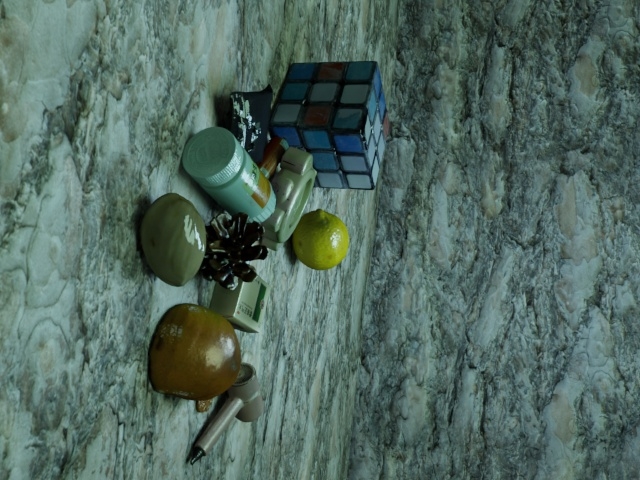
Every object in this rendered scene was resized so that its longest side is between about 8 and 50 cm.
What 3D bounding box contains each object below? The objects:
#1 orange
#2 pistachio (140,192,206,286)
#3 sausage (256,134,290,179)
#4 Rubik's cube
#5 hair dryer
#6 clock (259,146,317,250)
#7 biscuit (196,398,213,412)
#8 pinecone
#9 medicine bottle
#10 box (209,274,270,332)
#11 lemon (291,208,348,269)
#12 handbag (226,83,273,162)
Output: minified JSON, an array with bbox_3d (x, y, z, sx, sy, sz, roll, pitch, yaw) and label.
[{"bbox_3d":[-0.341,0.309,1.586,0.310,0.274,0.274,33,58,-34],"label":"orange"},{"bbox_3d":[-0.353,0.000,1.408,0.138,0.153,0.238,-132,-146,-56],"label":"pistachio"},{"bbox_3d":[-0.183,-0.253,1.944,0.264,0.083,0.083,-63,152,-45],"label":"sausage"},{"bbox_3d":[0.044,-0.426,2.161,0.362,0.358,0.363,64,33,-55],"label":"Rubik's cube"},{"bbox_3d":[-0.300,0.559,1.798,0.344,0.106,0.189,-50,143,-46],"label":"hair dryer"},{"bbox_3d":[-0.120,-0.137,2.014,0.284,0.114,0.309,100,14,-66],"label":"clock"},{"bbox_3d":[-0.342,0.476,1.735,0.091,0.015,0.078,-48,138,-61],"label":"biscuit"},{"bbox_3d":[-0.245,0.029,1.633,0.229,0.201,0.202,-10,61,-47],"label":"pinecone"},{"bbox_3d":[-0.244,-0.169,1.639,0.318,0.158,0.158,55,43,-61],"label":"medicine bottle"},{"bbox_3d":[-0.249,0.184,1.823,0.212,0.095,0.168,53,47,-63],"label":"box"},{"bbox_3d":[-0.003,-0.006,2.310,0.253,0.228,0.228,68,31,-43],"label":"lemon"},{"bbox_3d":[-0.223,-0.333,1.753,0.211,0.088,0.254,-37,142,-55],"label":"handbag"}]
